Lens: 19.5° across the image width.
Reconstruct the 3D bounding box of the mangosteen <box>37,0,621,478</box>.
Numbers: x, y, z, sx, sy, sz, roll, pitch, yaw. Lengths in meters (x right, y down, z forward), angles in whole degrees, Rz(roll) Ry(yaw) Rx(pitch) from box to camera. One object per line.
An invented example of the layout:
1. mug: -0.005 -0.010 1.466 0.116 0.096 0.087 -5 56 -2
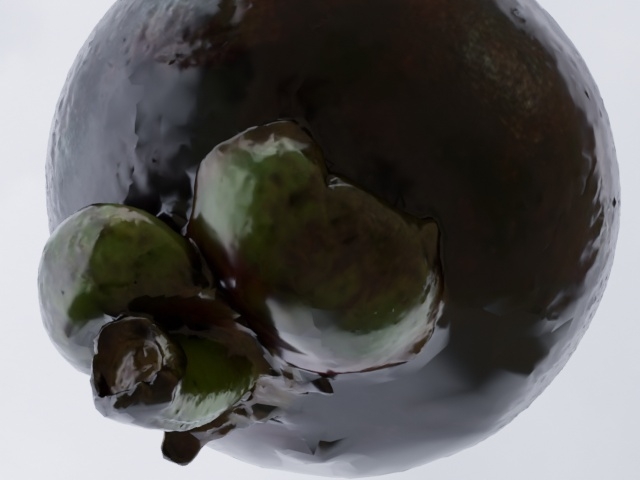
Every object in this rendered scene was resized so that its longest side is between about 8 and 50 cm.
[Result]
1. mangosteen: 0.000 0.000 0.954 0.306 0.306 0.359 40 -146 -22
